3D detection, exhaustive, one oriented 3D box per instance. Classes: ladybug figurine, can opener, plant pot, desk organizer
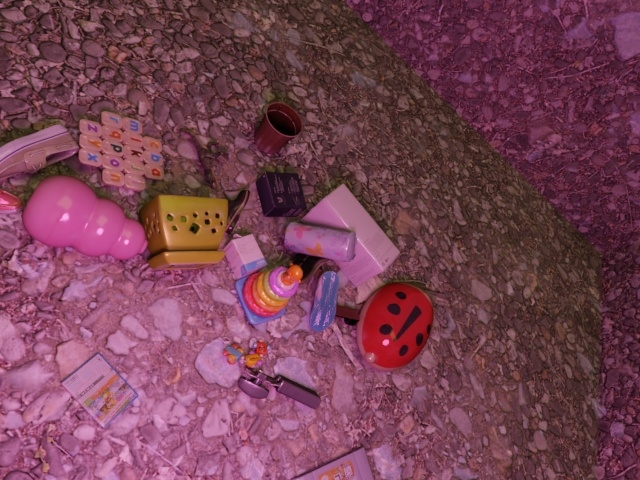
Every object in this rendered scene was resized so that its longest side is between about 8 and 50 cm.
[{"bbox_3d":[0.315,0.329,1.877,0.305,0.162,0.449,48,49,-4],"label":"ladybug figurine"},{"bbox_3d":[-0.137,0.496,1.546,0.283,0.076,0.095,32,84,-18],"label":"can opener"},{"bbox_3d":[-0.432,-0.016,1.494,0.228,0.227,0.207,-1,80,-36],"label":"plant pot"},{"bbox_3d":[0.084,0.286,1.804,0.130,0.047,0.050,18,38,-27],"label":"desk organizer"},{"bbox_3d":[-0.186,-0.451,1.939,0.166,0.165,0.167,17,57,-28],"label":"plant pot"}]

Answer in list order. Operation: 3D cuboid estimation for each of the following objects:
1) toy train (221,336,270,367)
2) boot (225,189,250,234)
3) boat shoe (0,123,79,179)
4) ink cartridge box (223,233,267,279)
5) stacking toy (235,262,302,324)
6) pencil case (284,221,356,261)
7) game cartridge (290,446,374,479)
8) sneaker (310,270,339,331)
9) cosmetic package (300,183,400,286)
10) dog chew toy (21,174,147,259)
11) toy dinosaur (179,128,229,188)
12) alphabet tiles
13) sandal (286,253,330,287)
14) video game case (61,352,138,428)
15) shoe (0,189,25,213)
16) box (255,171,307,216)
[{"bbox_3d":[-0.245,0.369,1.537,0.166,0.046,0.125,13,23,-20],"label":"toy train"},{"bbox_3d":[-0.348,-0.135,1.721,0.137,0.077,0.198,29,52,-13],"label":"boot"},{"bbox_3d":[-0.857,-0.251,1.401,0.094,0.109,0.302,46,46,-8],"label":"boat shoe"},{"bbox_3d":[-0.270,0.050,1.660,0.089,0.092,0.143,-19,78,-40],"label":"ink cartridge box"},{"bbox_3d":[-0.140,0.147,1.560,0.165,0.302,0.175,-15,74,-39],"label":"stacking toy"},{"bbox_3d":[0.000,0.000,1.774,0.273,0.114,0.124,9,45,16],"label":"pencil case"},{"bbox_3d":[0.058,0.812,1.511,0.297,0.062,0.198,-7,66,-37],"label":"game cartridge"},{"bbox_3d":[0.015,0.226,1.752,0.087,0.092,0.229,16,87,-9],"label":"sneaker"},{"bbox_3d":[0.118,-0.018,1.903,0.366,0.197,0.155,52,48,-2],"label":"cosmetic package"},{"bbox_3d":[-0.668,-0.049,1.372,0.331,0.206,0.207,28,52,-30],"label":"dog chew toy"},{"bbox_3d":[-0.422,-0.330,1.781,0.118,0.064,0.268,-22,77,-34],"label":"toy dinosaur"},{"bbox_3d":[-0.671,-0.302,1.597,0.277,0.021,0.284,8,61,-41],"label":"alphabet tiles"},{"bbox_3d":[-0.046,0.107,1.790,0.120,0.086,0.303,15,31,26],"label":"sandal"},{"bbox_3d":[-0.600,0.409,1.287,0.166,0.015,0.119,49,48,-3],"label":"video game case"},{"bbox_3d":[-0.920,-0.130,1.305,0.177,0.081,0.064,18,57,-27],"label":"shoe"},{"bbox_3d":[-0.155,-0.181,1.864,0.158,0.093,0.156,-2,68,-37],"label":"box"}]
